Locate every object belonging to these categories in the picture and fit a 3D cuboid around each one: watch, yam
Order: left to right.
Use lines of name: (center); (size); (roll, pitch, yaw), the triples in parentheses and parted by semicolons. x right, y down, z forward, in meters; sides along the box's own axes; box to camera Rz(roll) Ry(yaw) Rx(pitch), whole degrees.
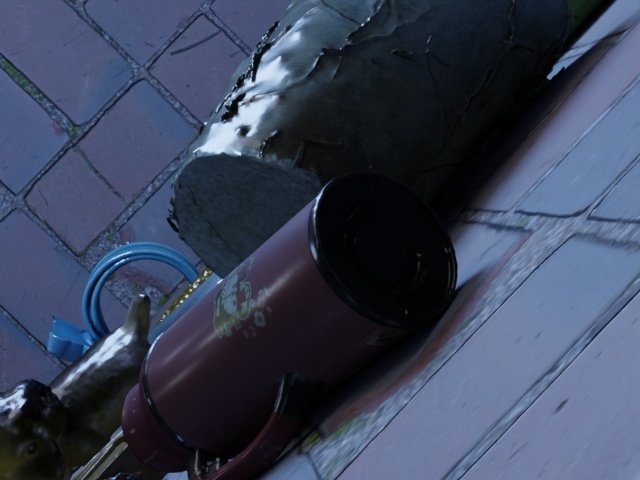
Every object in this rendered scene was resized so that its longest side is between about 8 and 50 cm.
watch: (-0.253, 0.096, 2.238); (0.193, 0.211, 0.211); (-63, 4, 4)
yam: (0.038, -0.104, 1.396); (0.348, 0.241, 0.241); (-52, 8, -37)

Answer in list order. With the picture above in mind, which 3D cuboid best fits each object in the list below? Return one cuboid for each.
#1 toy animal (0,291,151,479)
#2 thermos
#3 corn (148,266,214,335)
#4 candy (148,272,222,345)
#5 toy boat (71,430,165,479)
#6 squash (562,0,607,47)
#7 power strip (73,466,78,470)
toy animal: (-0.230, 0.172, 1.570); (0.121, 0.168, 0.233); (28, 58, 38)
thermos: (-0.039, 0.090, 1.154); (0.110, 0.136, 0.330); (-13, -19, -41)
corn: (-0.107, 0.068, 1.830); (0.320, 0.097, 0.097); (-49, 5, -5)
candy: (-0.125, 0.106, 1.690); (0.174, 0.071, 0.138); (-41, 33, 34)
toy boat: (-0.201, 0.239, 1.472); (0.200, 0.057, 0.077); (-48, 12, -19)
squash: (0.245, -0.241, 1.591); (0.229, 0.066, 0.066); (-48, 5, -8)
power strip: (-0.347, 0.301, 2.267); (0.123, 0.032, 0.056); (-42, 7, 35)
